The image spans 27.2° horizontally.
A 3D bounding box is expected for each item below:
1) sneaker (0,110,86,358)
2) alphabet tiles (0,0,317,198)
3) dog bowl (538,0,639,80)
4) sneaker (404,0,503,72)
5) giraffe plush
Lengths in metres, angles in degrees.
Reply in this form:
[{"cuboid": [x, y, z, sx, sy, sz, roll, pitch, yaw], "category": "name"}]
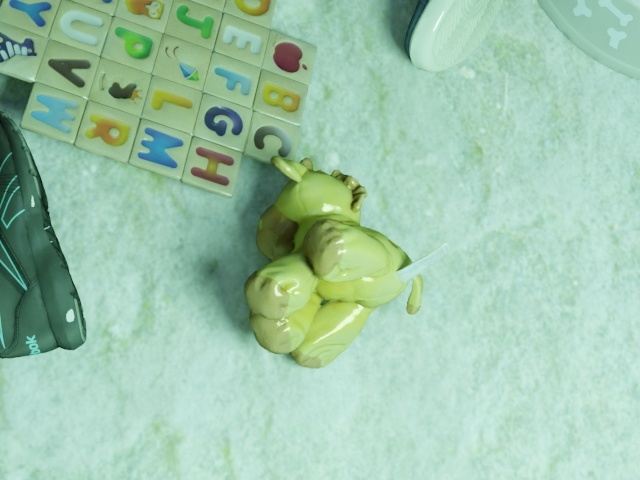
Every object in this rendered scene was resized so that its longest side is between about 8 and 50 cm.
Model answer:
[{"cuboid": [-0.309, -0.008, 1.285, 0.106, 0.101, 0.267, -18, 65, -7], "category": "sneaker"}, {"cuboid": [-0.175, -0.199, 1.423, 0.343, 0.011, 0.285, 18, 58, -13], "category": "alphabet tiles"}, {"cuboid": [0.426, -0.366, 1.628, 0.349, 0.102, 0.348, 6, 66, -13], "category": "dog bowl"}, {"cuboid": [0.154, -0.357, 1.555, 0.148, 0.131, 0.350, 20, 70, 24], "category": "sneaker"}, {"cuboid": [0.000, 0.000, 1.340, 0.210, 0.181, 0.170, -25, 54, -12], "category": "giraffe plush"}]
